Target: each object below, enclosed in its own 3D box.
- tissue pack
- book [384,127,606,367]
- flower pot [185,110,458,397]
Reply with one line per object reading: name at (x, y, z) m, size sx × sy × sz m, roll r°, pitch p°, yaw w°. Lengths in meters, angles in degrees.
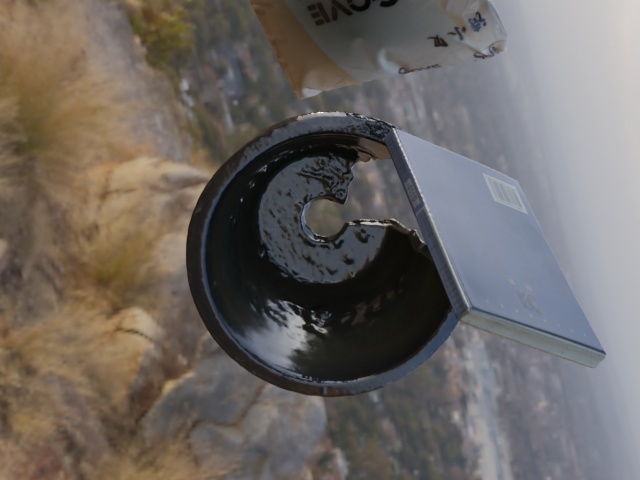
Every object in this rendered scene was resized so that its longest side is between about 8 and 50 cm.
tissue pack at (0.055, -0.403, 1.713) m, size 0.390 × 0.375 × 0.195 m, roll 57°, pitch 43°, yaw -28°
book at (0.175, 0.003, 1.191) m, size 0.190 × 0.025 × 0.269 m, roll 19°, pitch 35°, yaw -32°
flower pot at (0.000, 0.000, 1.590) m, size 0.251 × 0.379 × 0.379 m, roll -106°, pitch 178°, yaw -74°
